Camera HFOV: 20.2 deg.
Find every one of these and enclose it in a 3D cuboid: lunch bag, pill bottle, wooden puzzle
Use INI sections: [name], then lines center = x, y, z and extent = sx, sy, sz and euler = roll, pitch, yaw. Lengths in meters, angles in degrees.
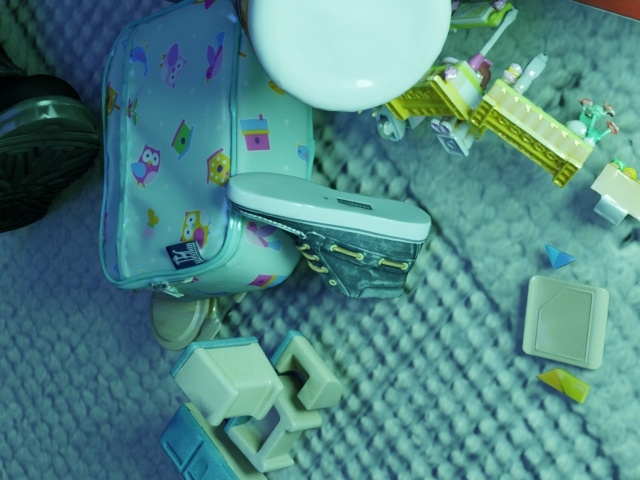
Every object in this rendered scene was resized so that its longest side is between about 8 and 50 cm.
[lunch bag]
center = -0.114, -0.080, 1.656
extent = 0.224, 0.108, 0.279
euler = -10, 73, 45
[pill bottle]
center = -0.002, -0.228, 1.474
extent = 0.278, 0.162, 0.162
euler = -115, 43, -60
[wooden puzzle]
center = 0.200, 0.067, 1.464
extent = 0.078, 0.014, 0.116
euler = 19, 105, 36

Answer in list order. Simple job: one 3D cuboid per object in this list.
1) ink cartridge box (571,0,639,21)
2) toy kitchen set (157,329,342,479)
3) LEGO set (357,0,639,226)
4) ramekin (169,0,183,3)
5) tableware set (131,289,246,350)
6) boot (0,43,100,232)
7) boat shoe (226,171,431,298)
[ink cartridge box]
center = 0.215, -0.330, 1.270
extent = 0.272, 0.130, 0.309
euler = 22, 123, 28
[toy kitchen set]
center = -0.105, 0.161, 1.644
extent = 0.122, 0.166, 0.207
euler = 51, 123, 29
[LEGO set]
center = 0.158, -0.118, 1.447
extent = 0.287, 0.132, 0.107
euler = 22, 64, 36
[ramekin]
center = -0.120, -0.318, 1.676
extent = 0.207, 0.109, 0.207
euler = 2, 93, 42
[tableware set]
center = -0.096, 0.029, 1.720
extent = 0.194, 0.039, 0.128
euler = -51, 48, 25
[boot]
center = -0.339, -0.166, 1.814
extent = 0.348, 0.131, 0.260
euler = -34, 68, 62
[boat shoe]
center = 0.000, 0.000, 1.543
extent = 0.065, 0.183, 0.083
euler = -109, 35, -63
